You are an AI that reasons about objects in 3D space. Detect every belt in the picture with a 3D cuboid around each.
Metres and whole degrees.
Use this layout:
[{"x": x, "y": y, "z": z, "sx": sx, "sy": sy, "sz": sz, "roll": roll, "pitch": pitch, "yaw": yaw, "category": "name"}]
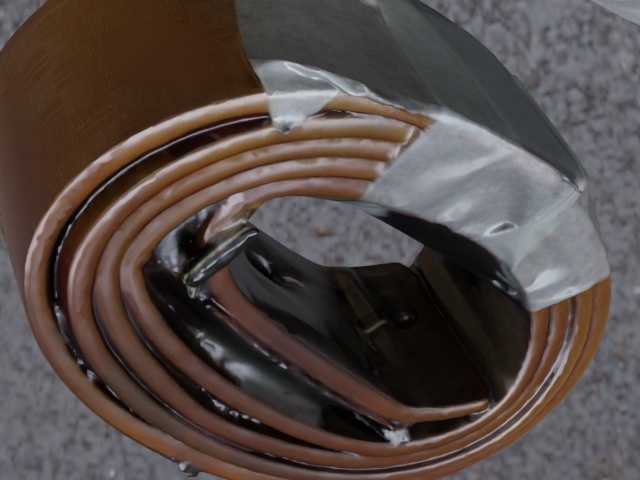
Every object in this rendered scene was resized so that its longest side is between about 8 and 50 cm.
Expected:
[{"x": 0.000, "y": 0.000, "z": 0.611, "sx": 0.184, "sy": 0.105, "sz": 0.261, "roll": -38, "pitch": 137, "yaw": 12, "category": "belt"}]

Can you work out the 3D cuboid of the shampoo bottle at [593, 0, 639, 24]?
[{"x": 0.217, "y": -0.232, "z": 0.832, "sx": 0.266, "sy": 0.273, "sz": 0.273, "roll": 2, "pitch": 128, "yaw": -31, "category": "shampoo bottle"}]
